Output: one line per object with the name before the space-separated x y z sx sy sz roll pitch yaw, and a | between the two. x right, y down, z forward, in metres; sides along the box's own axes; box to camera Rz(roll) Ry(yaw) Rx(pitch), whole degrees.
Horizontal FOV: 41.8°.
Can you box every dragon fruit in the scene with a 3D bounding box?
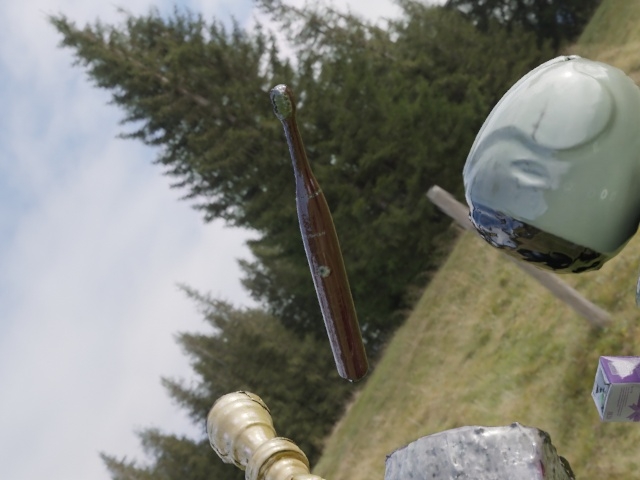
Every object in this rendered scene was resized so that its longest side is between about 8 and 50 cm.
dragon fruit | 0.178 0.341 0.876 0.283 0.204 0.221 47 -145 -45

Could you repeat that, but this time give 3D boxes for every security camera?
security camera | 0.251 -0.039 0.681 0.197 0.277 0.191 3 -69 -61

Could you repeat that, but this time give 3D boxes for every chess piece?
chess piece | -0.036 0.177 0.647 0.060 0.060 0.172 -58 30 -1

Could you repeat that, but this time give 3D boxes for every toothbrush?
toothbrush | 0.000 0.000 0.952 0.041 0.041 0.363 -50 -49 -56

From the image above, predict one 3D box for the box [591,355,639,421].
box | 0.294 0.124 0.706 0.036 0.117 0.050 -88 -5 -54
